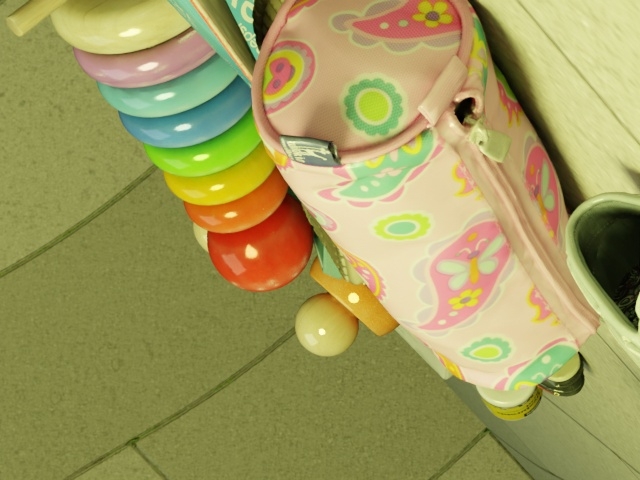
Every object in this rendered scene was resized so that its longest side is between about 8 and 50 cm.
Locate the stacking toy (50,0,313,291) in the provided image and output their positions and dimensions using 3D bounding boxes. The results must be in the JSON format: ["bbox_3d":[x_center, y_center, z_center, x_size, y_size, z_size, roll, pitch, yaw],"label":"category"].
[{"bbox_3d":[-0.092,-0.084,1.435,0.141,0.141,0.330,43,161,48],"label":"stacking toy"}]

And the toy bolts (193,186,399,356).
[{"bbox_3d":[0.000,0.000,1.631,0.228,0.158,0.218,44,177,-6],"label":"toy bolts"}]

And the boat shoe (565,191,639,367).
[{"bbox_3d":[0.162,0.037,0.762,0.081,0.079,0.227,43,-178,-24],"label":"boat shoe"}]

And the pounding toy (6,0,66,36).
[{"bbox_3d":[-0.215,-0.284,1.299,0.237,0.183,0.110,45,150,23],"label":"pounding toy"}]

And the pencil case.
[{"bbox_3d":[0.065,-0.024,0.946,0.124,0.124,0.284,45,175,36],"label":"pencil case"}]

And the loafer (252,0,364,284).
[{"bbox_3d":[0.028,-0.081,1.050,0.102,0.092,0.268,56,166,30],"label":"loafer"}]

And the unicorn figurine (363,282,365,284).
[{"bbox_3d":[0.061,-0.011,1.505,0.162,0.111,0.060,24,-172,21],"label":"unicorn figurine"}]

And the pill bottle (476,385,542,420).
[{"bbox_3d":[0.197,0.151,1.880,0.065,0.065,0.116,46,177,19],"label":"pill bottle"}]

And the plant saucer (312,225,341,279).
[{"bbox_3d":[0.005,-0.048,1.468,0.192,0.018,0.067,90,166,-53],"label":"plant saucer"}]

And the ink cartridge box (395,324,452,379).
[{"bbox_3d":[0.104,0.037,2.028,0.181,0.056,0.224,46,158,22],"label":"ink cartridge box"}]

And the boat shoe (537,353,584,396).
[{"bbox_3d":[0.171,0.086,1.545,0.133,0.049,0.042,39,165,36],"label":"boat shoe"}]

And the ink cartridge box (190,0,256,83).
[{"bbox_3d":[-0.135,-0.217,0.948,0.261,0.066,0.296,69,-172,28],"label":"ink cartridge box"}]

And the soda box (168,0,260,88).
[{"bbox_3d":[-0.082,-0.192,1.209,0.210,0.071,0.067,46,176,6],"label":"soda box"}]
